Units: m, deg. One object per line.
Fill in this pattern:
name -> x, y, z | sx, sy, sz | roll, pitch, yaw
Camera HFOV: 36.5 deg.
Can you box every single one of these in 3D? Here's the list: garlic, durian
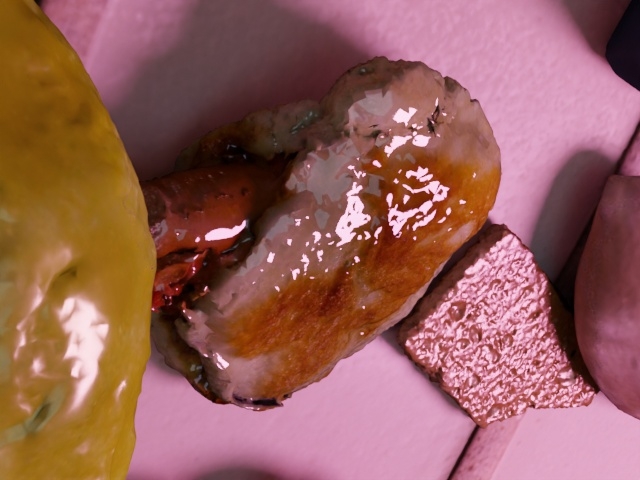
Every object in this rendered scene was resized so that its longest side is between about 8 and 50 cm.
garlic -> 0.302, 0.079, 0.849 | 0.143, 0.112, 0.318 | -54, 139, -22
durian -> -0.202, 0.002, 0.461 | 0.256, 0.204, 0.339 | 9, 107, -21

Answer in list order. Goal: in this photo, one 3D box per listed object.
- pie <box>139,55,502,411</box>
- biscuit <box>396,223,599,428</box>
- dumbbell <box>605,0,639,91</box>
pie -> 0.004, 0.004, 0.655 | 0.274, 0.105, 0.257 | -31, 139, -11
biscuit -> 0.162, 0.096, 0.824 | 0.131, 0.026, 0.237 | -46, 128, -3
dumbbell -> 0.348, -0.234, 0.700 | 0.144, 0.160, 0.325 | 28, 98, -8
